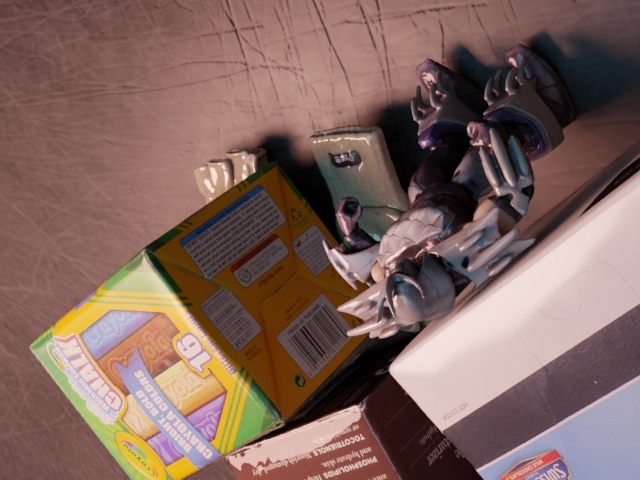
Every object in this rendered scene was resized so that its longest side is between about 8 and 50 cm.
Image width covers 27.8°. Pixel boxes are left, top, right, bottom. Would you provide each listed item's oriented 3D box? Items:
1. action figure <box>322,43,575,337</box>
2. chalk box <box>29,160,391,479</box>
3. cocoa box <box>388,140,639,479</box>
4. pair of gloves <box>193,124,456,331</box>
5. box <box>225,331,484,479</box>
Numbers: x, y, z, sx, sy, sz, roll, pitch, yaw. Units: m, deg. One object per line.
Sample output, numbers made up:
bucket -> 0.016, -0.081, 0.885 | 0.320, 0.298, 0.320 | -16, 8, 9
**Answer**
action figure -> 0.090, -0.035, 0.929 | 0.185, 0.285, 0.099 | -22, 116, 36
chalk box -> -0.116, 0.092, 1.148 | 0.179, 0.180, 0.289 | 53, 135, -3
cocoa box -> 0.264, 0.045, 0.862 | 0.228, 0.231, 0.347 | 49, 137, 2
pair of gloves -> 0.000, 0.000, 1.153 | 0.240, 0.042, 0.204 | -10, 111, 41
box -> 0.062, 0.214, 1.130 | 0.167, 0.168, 0.203 | -27, 95, 36
